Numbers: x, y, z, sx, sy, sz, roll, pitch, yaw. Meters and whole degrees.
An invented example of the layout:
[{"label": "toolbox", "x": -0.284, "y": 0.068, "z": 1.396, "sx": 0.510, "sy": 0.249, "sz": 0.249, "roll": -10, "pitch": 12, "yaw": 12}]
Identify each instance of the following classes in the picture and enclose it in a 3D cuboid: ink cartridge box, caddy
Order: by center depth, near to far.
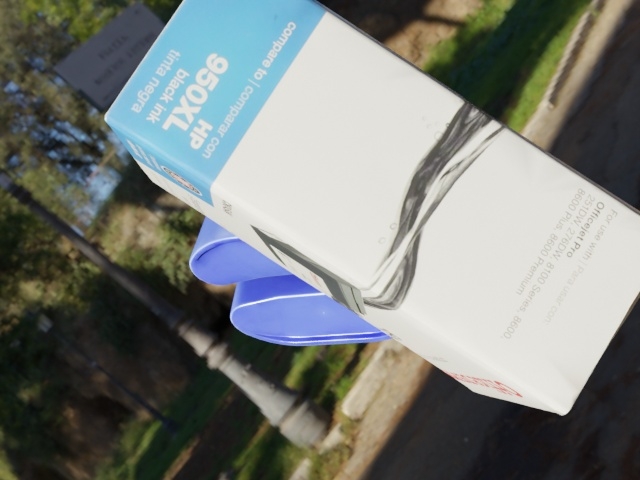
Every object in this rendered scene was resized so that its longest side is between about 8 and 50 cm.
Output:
[{"label": "ink cartridge box", "x": 0.044, "y": -0.032, "z": 0.769, "sx": 0.166, "sy": 0.395, "sz": 0.285, "roll": -57, "pitch": 0, "yaw": -6}, {"label": "caddy", "x": 0.000, "y": 0.000, "z": 1.166, "sx": 0.341, "sy": 0.241, "sz": 0.179, "roll": -6, "pitch": 46, "yaw": 28}]
